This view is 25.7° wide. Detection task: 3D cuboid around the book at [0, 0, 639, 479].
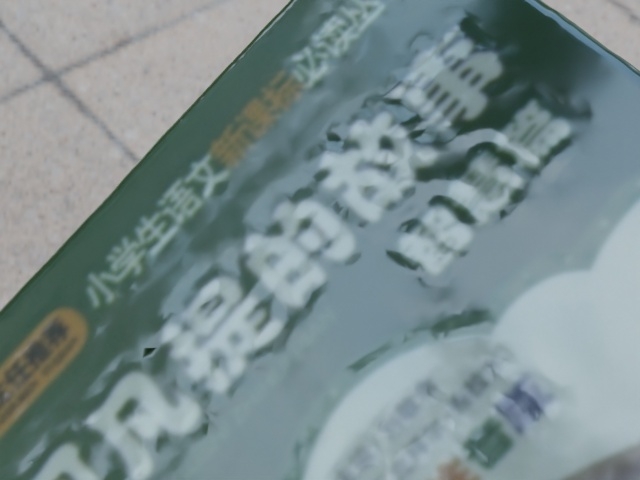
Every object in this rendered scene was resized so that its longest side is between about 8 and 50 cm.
[{"bbox_3d":[0.045,0.066,0.316,0.264,0.027,0.202,42,87,22],"label":"book"}]
